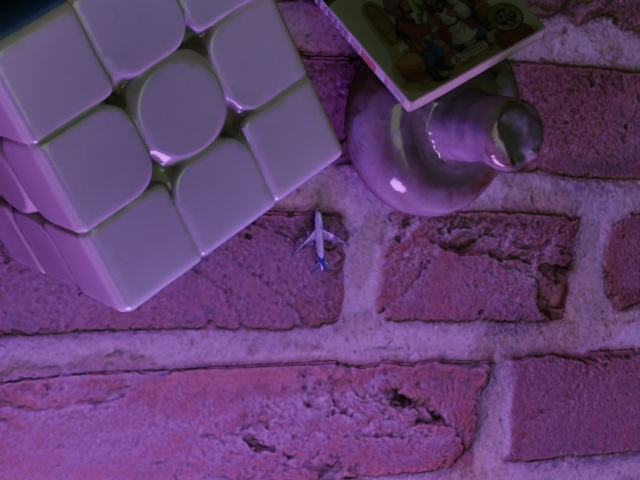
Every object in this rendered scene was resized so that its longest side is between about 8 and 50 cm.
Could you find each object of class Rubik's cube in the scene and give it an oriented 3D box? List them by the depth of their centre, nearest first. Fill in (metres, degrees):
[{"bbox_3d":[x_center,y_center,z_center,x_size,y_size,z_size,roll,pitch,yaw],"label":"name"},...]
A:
[{"bbox_3d":[-0.209,-0.146,1.303,0.290,0.291,0.291,-38,118,-24],"label":"Rubik's cube"}]

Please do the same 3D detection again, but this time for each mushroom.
[{"bbox_3d":[0.157,-0.144,1.551,0.243,0.243,0.243,-6,103,-27],"label":"mushroom"}]

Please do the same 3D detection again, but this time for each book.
[{"bbox_3d":[0.103,-0.290,1.508,0.202,0.027,0.264,-31,70,-18],"label":"book"}]

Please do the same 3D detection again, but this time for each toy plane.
[{"bbox_3d":[-0.001,0.001,1.610,0.078,0.024,0.084,-11,98,-21],"label":"toy plane"}]
